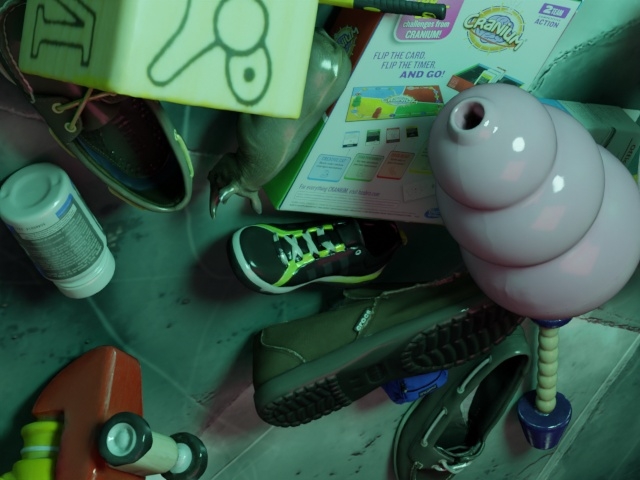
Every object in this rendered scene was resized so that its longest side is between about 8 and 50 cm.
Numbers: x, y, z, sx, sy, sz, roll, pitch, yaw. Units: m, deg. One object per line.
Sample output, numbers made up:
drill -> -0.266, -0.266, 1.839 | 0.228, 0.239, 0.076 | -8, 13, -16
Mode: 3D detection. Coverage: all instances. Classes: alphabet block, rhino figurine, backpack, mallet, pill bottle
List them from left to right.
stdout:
pill bottle -> -0.261, -0.007, 1.517 | 0.078, 0.078, 0.137 | -31, 137, -5
alphabet block -> -0.124, -0.219, 1.286 | 0.192, 0.193, 0.197 | 6, 97, -35
rhino figurine -> -0.052, -0.118, 1.532 | 0.073, 0.106, 0.243 | 16, 117, -40
mallet -> 0.024, -0.234, 1.449 | 0.189, 0.039, 0.062 | 4, 154, 15
backpack -> 0.107, 0.152, 1.887 | 0.098, 0.101, 0.120 | -23, 141, -5

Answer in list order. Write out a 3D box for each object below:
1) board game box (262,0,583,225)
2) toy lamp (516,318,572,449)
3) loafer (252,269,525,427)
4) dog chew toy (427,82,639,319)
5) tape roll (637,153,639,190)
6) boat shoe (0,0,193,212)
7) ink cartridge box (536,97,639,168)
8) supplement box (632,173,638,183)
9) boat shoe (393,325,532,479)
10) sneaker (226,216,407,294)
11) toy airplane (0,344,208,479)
board game box -> 0.103, -0.161, 1.611 | 0.242, 0.064, 0.316 | 5, 128, -36
toy lamp -> 0.307, 0.179, 2.061 | 0.080, 0.080, 0.275 | -19, 133, -17
loafer -> 0.079, 0.090, 1.774 | 0.366, 0.130, 0.134 | -20, 150, -7
dog chew toy -> 0.215, -0.049, 1.586 | 0.206, 0.206, 0.332 | -40, 143, 5
tape roll -> 0.483, -0.162, 1.745 | 0.392, 0.072, 0.392 | -36, 137, -43
boat shoe -> -0.212, -0.134, 1.425 | 0.109, 0.091, 0.305 | -37, 138, 1
ink cartridge box -> 0.316, -0.107, 1.817 | 0.180, 0.060, 0.104 | 2, 126, -34
supplement box -> 0.401, -0.030, 1.930 | 0.233, 0.078, 0.080 | -17, 138, -19
boat shoe -> 0.186, 0.235, 2.014 | 0.112, 0.095, 0.335 | -3, 128, -31
sneaker -> 0.000, 0.000, 1.682 | 0.234, 0.084, 0.097 | -3, 151, -45
toy airplane -> -0.317, 0.346, 1.660 | 0.384, 0.272, 0.386 | -41, 135, -45
